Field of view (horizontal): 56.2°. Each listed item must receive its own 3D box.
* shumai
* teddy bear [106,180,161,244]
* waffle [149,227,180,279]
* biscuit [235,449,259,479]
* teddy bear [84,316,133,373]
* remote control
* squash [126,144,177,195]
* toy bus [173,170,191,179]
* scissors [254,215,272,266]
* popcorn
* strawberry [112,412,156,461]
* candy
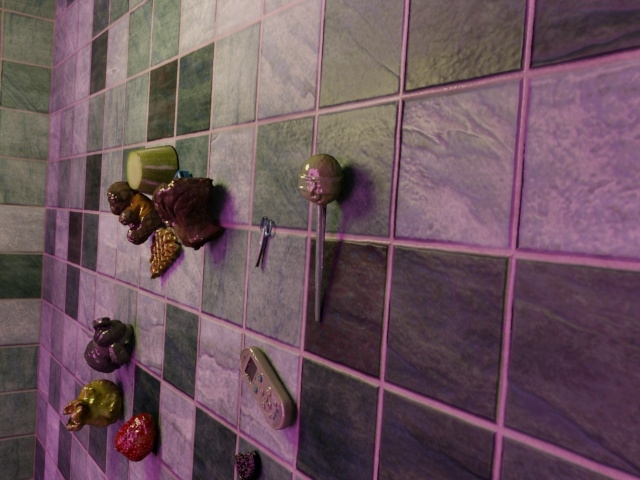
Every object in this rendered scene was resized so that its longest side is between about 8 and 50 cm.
[{"bbox_3d":[-0.341,-0.067,1.558,0.206,0.166,0.176,124,129,-70],"label":"shumai"},{"bbox_3d":[-0.582,-0.100,1.864,0.140,0.190,0.177,-42,18,6],"label":"teddy bear"},{"bbox_3d":[-0.480,0.048,1.827,0.160,0.046,0.192,45,124,45],"label":"waffle"},{"bbox_3d":[-0.170,0.521,1.394,0.087,0.027,0.089,34,116,48],"label":"biscuit"},{"bbox_3d":[-0.707,0.361,2.059,0.171,0.144,0.251,54,134,12],"label":"teddy bear"},{"bbox_3d":[-0.120,0.322,1.324,0.221,0.042,0.078,50,128,44],"label":"remote control"},{"bbox_3d":[-0.515,-0.210,1.835,0.170,0.122,0.170,5,97,50],"label":"squash"},{"bbox_3d":[-0.407,-0.164,1.737,0.083,0.046,0.038,-48,52,40],"label":"toy bus"},{"bbox_3d":[-0.135,0.005,1.383,0.058,0.014,0.119,32,111,55],"label":"scissors"},{"bbox_3d":[-0.800,0.577,2.113,0.173,0.195,0.168,-20,73,45],"label":"popcorn"},{"bbox_3d":[-0.570,0.611,1.859,0.131,0.131,0.148,58,140,37],"label":"strawberry"},{"bbox_3d":[0.000,0.000,1.166,0.092,0.093,0.336,-57,-31,-75],"label":"candy"}]
